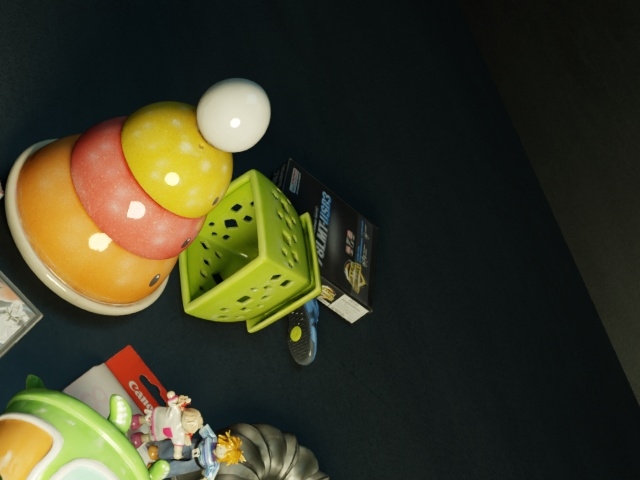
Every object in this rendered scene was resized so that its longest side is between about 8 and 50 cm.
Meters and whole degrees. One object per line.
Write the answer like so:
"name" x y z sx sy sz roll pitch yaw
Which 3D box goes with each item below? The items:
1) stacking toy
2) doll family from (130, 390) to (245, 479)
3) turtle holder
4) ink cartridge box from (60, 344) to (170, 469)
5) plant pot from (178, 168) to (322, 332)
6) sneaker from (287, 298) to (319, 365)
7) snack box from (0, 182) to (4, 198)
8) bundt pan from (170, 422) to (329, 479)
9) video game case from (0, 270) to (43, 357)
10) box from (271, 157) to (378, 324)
"stacking toy" -0.268 -0.115 1.814 0.350 0.480 0.351 33 40 -33
"doll family" -0.196 0.366 1.683 0.118 0.163 0.263 9 71 -57
"turtle holder" -0.371 0.367 1.514 0.243 0.320 0.227 22 47 13
"ink cartridge box" -0.315 0.282 1.789 0.189 0.066 0.232 52 37 -1
"plant pot" -0.127 0.036 2.104 0.207 0.227 0.228 31 38 -40
"sneaker" -0.027 0.167 2.241 0.082 0.069 0.209 25 42 -42
"snack box" -0.610 -0.111 1.801 0.141 0.037 0.100 -2 60 -52
"bundt pan" -0.092 0.454 1.843 0.330 0.124 0.331 32 37 -29
"video game case" -0.556 0.082 1.480 0.275 0.035 0.248 48 42 -9
"box" 0.000 0.000 2.431 0.293 0.073 0.296 39 35 -23
